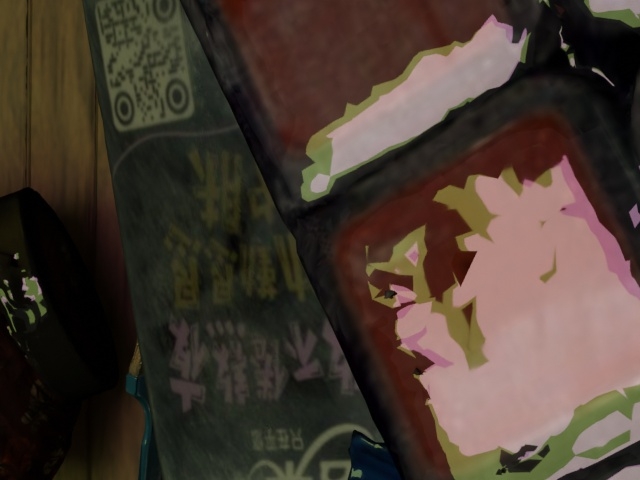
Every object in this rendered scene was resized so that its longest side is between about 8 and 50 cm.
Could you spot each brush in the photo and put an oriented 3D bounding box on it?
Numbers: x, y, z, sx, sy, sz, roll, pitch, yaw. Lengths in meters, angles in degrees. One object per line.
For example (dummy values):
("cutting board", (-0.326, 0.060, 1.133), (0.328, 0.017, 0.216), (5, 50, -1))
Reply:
("brush", (-0.106, 0.123, 1.100), (0.014, 0.051, 0.164), (26, 120, 35))

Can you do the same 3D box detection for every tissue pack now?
("tissue pack", (0.000, 0.000, 0.957), (0.259, 0.122, 0.361), (-9, 93, 39))

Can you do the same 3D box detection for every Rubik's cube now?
("Rubik's cube", (0.217, -0.026, 0.604), (0.359, 0.363, 0.362), (-29, 73, 20))

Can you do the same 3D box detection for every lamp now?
("lamp", (-0.254, 0.074, 1.085), (0.247, 0.247, 0.247), (6, 101, 36))

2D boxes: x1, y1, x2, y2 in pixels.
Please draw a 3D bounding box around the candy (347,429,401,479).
("candy", (0.077, 0.209, 0.850), (0.187, 0.077, 0.331), (29, 153, 11))
